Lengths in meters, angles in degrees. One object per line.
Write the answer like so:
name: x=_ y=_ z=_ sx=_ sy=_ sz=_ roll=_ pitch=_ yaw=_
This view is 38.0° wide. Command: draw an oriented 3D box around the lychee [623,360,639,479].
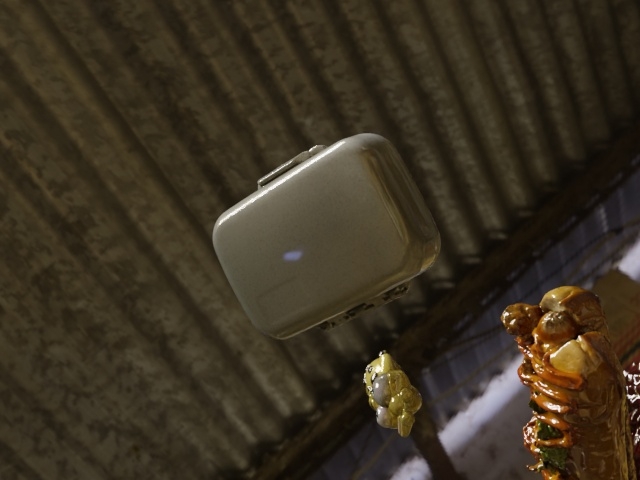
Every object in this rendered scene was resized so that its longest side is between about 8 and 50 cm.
lychee: x=0.573 y=0.327 z=1.462 sx=0.330 sy=0.306 sz=0.306 roll=18 pitch=-85 yaw=-49

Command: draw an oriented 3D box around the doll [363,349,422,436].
doll: x=0.123 y=0.265 z=1.628 sx=0.086 sy=0.291 sz=0.117 roll=-7 pitch=-86 yaw=-4

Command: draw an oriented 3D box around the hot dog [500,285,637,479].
hot dog: x=0.276 y=0.195 z=1.026 sx=0.117 sy=0.158 sz=0.349 roll=-14 pitch=-44 yaw=11

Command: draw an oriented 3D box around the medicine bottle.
medicine bottle: x=0.000 y=0.000 z=1.536 sx=0.123 sy=0.375 sz=0.282 roll=-21 pitch=-96 yaw=-56
